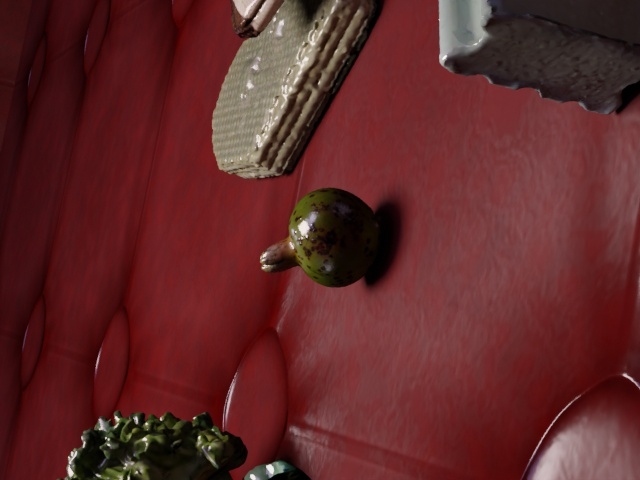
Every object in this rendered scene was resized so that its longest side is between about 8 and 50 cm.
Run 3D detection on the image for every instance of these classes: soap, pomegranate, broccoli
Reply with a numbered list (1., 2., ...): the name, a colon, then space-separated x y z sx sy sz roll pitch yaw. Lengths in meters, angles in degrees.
1. soap: 0.123 -0.177 0.720 0.063 0.115 0.198 -41 43 55
2. pomegranate: 0.001 -0.003 0.955 0.073 0.085 0.073 -179 90 -70
3. broccoli: -0.124 0.258 0.963 0.275 0.177 0.198 -111 20 -59

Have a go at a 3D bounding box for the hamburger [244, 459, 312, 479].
1. hamburger: 0.004 0.275 0.759 0.260 0.150 0.276 -86 1 -67

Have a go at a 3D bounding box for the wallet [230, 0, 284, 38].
1. wallet: -0.016 -0.328 1.136 0.275 0.068 0.335 -54 27 24

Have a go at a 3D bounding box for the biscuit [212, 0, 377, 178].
1. biscuit: -0.034 -0.153 1.164 0.150 0.052 0.252 -101 32 -43
